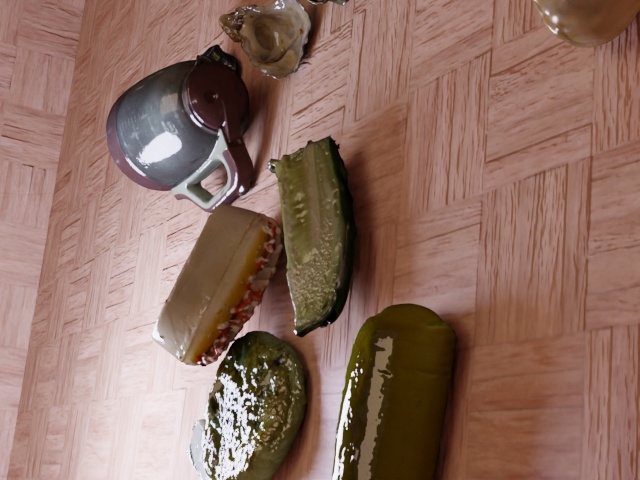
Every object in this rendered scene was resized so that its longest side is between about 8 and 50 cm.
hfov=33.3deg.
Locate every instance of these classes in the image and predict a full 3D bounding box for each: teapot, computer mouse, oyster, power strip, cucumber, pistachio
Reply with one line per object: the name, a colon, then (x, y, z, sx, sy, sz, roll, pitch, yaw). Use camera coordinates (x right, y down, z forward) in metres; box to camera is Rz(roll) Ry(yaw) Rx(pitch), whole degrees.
teapot: (-0.248, -0.206, 2.132, 0.312, 0.233, 0.315, -20, 90, 54)
computer mouse: (-0.209, -0.366, 2.279, 0.135, 0.047, 0.079, 46, 114, 47)
oyster: (-0.090, -0.388, 2.022, 0.233, 0.107, 0.161, 23, 95, 45)
power strip: (-0.196, 0.392, 1.927, 0.192, 0.035, 0.081, 37, 113, 61)
cucumber: (0.003, 0.000, 1.646, 0.145, 0.105, 0.325, -25, 52, 26)
pistachio: (0.305, -0.306, 1.182, 0.145, 0.117, 0.200, 6, 73, 25)

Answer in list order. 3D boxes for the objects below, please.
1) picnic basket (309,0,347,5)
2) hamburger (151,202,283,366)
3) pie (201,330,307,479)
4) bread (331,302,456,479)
picnic basket: (-0.014, -0.543, 1.870, 0.165, 0.139, 0.266, -59, 32, 32)
hamburger: (-0.176, 0.079, 1.863, 0.295, 0.151, 0.227, -66, 7, -5)
pie: (-0.117, 0.282, 1.763, 0.277, 0.078, 0.277, -40, 41, 48)
bread: (0.074, 0.268, 1.365, 0.166, 0.112, 0.383, 1, 80, 63)
